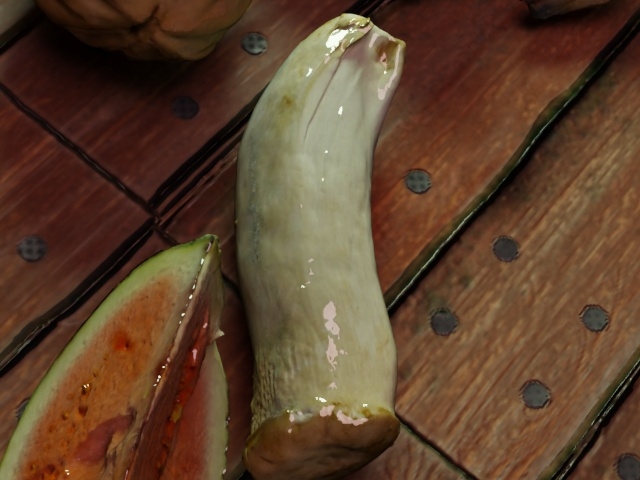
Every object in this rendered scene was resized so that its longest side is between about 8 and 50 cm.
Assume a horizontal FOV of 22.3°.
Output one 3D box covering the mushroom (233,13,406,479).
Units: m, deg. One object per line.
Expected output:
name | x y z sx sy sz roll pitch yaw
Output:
mushroom | 0.000 0.000 1.121 0.122 0.095 0.351 -4 63 14

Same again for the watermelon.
watermelon | -0.111 0.164 0.991 0.128 0.159 0.303 35 51 -28

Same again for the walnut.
walnut | -0.131 -0.245 1.174 0.198 0.198 0.245 4 64 -12

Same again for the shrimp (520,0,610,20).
shrimp | 0.195 -0.245 1.312 0.254 0.059 0.145 -43 94 -5
